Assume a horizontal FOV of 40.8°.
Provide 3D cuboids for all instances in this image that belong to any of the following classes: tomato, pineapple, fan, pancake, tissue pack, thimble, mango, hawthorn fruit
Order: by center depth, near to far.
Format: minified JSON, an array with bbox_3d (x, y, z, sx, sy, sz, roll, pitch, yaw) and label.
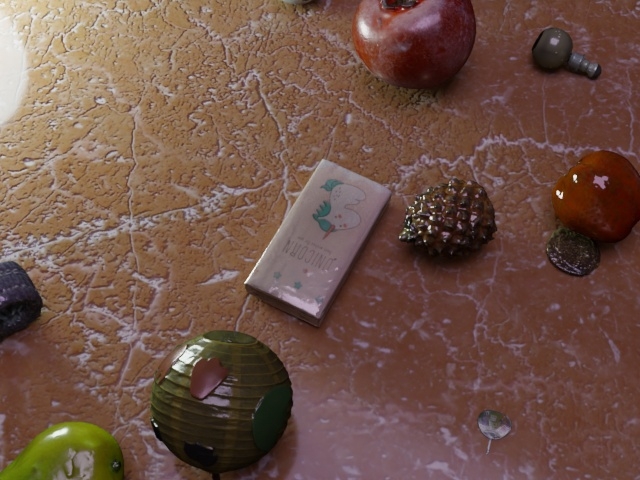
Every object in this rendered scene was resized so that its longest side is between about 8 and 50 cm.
[{"bbox_3d":[-0.450,0.428,1.442,0.185,0.149,0.273,42,75,14],"label":"mango"},{"bbox_3d":[0.306,0.340,1.559,0.080,0.003,0.060,-40,67,-19],"label":"fan"},{"bbox_3d":[-0.608,0.116,1.622,0.150,0.150,0.098,-32,70,-16],"label":"thimble"},{"bbox_3d":[0.242,-0.035,1.687,0.193,0.166,0.166,-20,62,-7],"label":"pineapple"},{"bbox_3d":[0.555,-0.083,1.703,0.189,0.189,0.189,0,60,1],"label":"hawthorn fruit"},{"bbox_3d":[0.000,0.000,1.718,0.170,0.071,0.325,25,65,12],"label":"tissue pack"},{"bbox_3d":[0.510,0.021,1.731,0.114,0.011,0.115,0,60,0],"label":"pancake"},{"bbox_3d":[0.210,-0.450,1.881,0.270,0.227,0.270,-11,47,12],"label":"tomato"}]

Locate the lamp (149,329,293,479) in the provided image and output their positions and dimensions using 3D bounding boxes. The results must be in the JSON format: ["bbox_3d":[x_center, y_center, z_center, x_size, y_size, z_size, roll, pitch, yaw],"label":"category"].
[{"bbox_3d":[-0.173,0.296,1.475,0.250,0.250,0.284,8,100,6],"label":"lamp"}]

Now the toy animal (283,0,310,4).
[{"bbox_3d":[-0.038,-0.648,2.048,0.166,0.138,0.179,13,55,27],"label":"toy animal"}]

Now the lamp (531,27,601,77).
[{"bbox_3d":[0.561,-0.414,1.944,0.163,0.091,0.091,27,63,-3],"label":"lamp"}]
